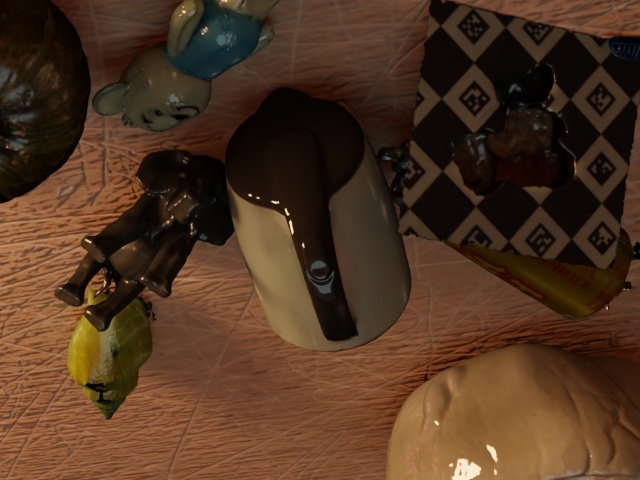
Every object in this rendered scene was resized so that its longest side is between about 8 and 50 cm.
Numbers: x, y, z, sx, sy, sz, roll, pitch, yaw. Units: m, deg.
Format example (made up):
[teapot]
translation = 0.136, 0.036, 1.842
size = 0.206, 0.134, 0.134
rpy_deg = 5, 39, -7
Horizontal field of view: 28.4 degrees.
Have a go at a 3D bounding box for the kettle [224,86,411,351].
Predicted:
[kettle]
translation = 0.000, 0.000, 1.226
size = 0.161, 0.221, 0.236
rpy_deg = -12, 140, 3

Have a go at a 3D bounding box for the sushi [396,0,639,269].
[sushi]
translation = 0.184, -0.096, 1.205
size = 0.231, 0.220, 0.047
rpy_deg = 10, 178, -18

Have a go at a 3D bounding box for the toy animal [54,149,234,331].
[toy animal]
translation = -0.171, -0.010, 1.253
size = 0.245, 0.146, 0.114
rpy_deg = -22, 110, 44

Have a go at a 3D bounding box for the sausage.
[sausage]
translation = 0.186, -0.025, 1.296
size = 0.317, 0.117, 0.125
rpy_deg = 28, 163, -31

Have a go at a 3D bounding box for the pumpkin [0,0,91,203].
[pumpkin]
translation = -0.308, -0.128, 1.088
size = 0.223, 0.157, 0.224
rpy_deg = -14, 133, -15

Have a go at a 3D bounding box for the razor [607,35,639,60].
[razor]
translation = 0.347, -0.180, 1.214
size = 0.154, 0.044, 0.028
rpy_deg = 1, 165, -6

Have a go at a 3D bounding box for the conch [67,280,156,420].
[conch]
translation = -0.242, 0.126, 1.458
size = 0.095, 0.079, 0.201
rpy_deg = -3, 134, -33

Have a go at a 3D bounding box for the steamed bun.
[steamed bun]
translation = 0.237, 0.267, 1.551
size = 0.383, 0.247, 0.236
rpy_deg = -25, 133, 22

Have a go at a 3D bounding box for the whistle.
[whistle]
translation = -0.101, -0.172, 1.129
size = 0.235, 0.077, 0.114
rpy_deg = -40, 149, 28
